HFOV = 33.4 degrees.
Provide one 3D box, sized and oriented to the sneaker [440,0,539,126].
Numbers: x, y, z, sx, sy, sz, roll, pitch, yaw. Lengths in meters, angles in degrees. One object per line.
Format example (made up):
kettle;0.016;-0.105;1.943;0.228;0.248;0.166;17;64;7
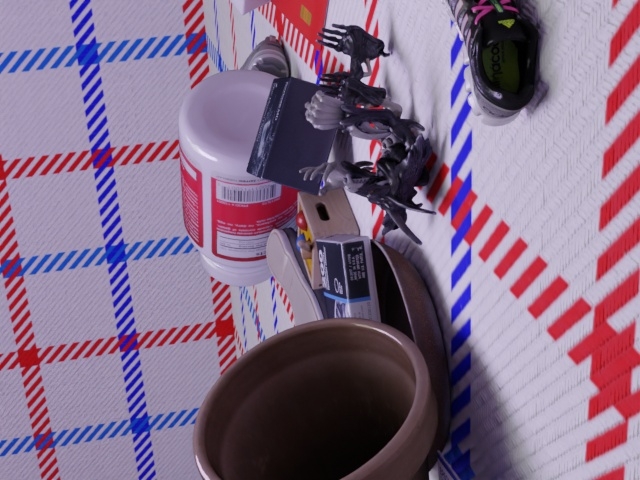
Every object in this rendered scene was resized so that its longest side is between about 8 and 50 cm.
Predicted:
sneaker;0.141;-0.178;0.866;0.075;0.063;0.170;-163;61;-79

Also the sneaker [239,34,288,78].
sneaker;-0.128;-0.270;2.066;0.281;0.105;0.115;-54;22;39

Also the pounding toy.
pounding toy;0.000;0.000;1.628;0.141;0.100;0.130;-109;15;-46

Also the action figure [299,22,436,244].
action figure;0.044;-0.113;1.216;0.164;0.140;0.276;100;163;-47

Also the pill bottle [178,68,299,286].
pill bottle;-0.141;-0.097;1.959;0.408;0.229;0.229;97;161;-54

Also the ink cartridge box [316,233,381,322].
ink cartridge box;0.036;0.096;1.407;0.208;0.045;0.206;-173;75;-80

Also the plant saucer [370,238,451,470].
plant saucer;0.103;0.149;1.339;0.310;0.050;0.311;172;90;-80

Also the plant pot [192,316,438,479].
plant pot;0.021;0.252;1.176;0.263;0.263;0.229;-113;0;-54

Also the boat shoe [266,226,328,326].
boat shoe;-0.001;0.097;1.793;0.335;0.095;0.112;-114;32;-43

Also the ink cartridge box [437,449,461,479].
ink cartridge box;0.181;0.411;1.079;0.176;0.069;0.371;-134;35;-73

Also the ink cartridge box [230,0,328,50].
ink cartridge box;-0.086;-0.445;1.581;0.261;0.066;0.296;51;158;20

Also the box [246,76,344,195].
box;-0.038;-0.159;1.602;0.158;0.093;0.156;-150;76;-75
